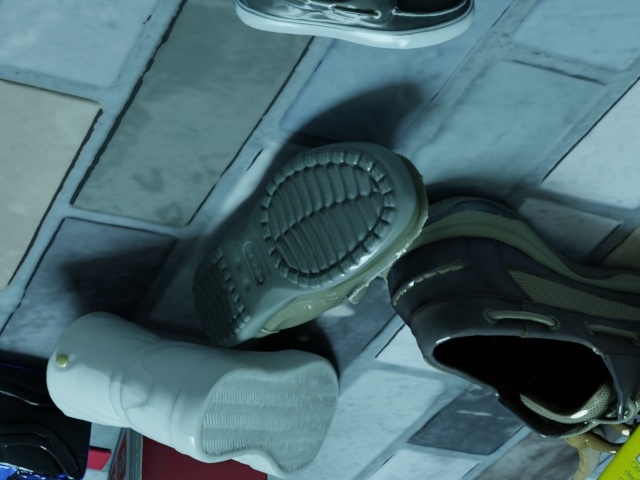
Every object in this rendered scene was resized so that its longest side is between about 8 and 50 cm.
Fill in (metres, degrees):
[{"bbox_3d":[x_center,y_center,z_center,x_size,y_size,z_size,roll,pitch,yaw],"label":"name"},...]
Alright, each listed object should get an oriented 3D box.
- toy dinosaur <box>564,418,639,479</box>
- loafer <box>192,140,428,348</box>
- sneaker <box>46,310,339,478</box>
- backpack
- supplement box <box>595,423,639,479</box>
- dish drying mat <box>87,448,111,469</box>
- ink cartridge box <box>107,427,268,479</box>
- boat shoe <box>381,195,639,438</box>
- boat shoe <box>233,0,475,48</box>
[{"bbox_3d":[0.238,0.170,1.414,0.112,0.064,0.211,1,142,28],"label":"toy dinosaur"},{"bbox_3d":[0.000,0.000,1.108,0.087,0.094,0.251,-10,165,-37],"label":"loafer"},{"bbox_3d":[-0.101,0.114,1.262,0.169,0.108,0.292,18,175,23],"label":"sneaker"},{"bbox_3d":[-0.261,0.159,1.303,0.120,0.098,0.101,17,145,-30],"label":"backpack"},{"bbox_3d":[0.350,0.201,1.202,0.195,0.194,0.356,-11,141,-43],"label":"supplement box"},{"bbox_3d":[-0.234,0.194,1.439,0.083,0.008,0.032,14,142,-22],"label":"dish drying mat"},{"bbox_3d":[-0.113,0.308,1.349,0.130,0.309,0.272,4,146,-12],"label":"ink cartridge box"},{"bbox_3d":[0.182,0.090,1.204,0.355,0.130,0.132,22,139,-33],"label":"boat shoe"},{"bbox_3d":[0.021,-0.142,0.912,0.142,0.049,0.040,2,146,-4],"label":"boat shoe"}]
